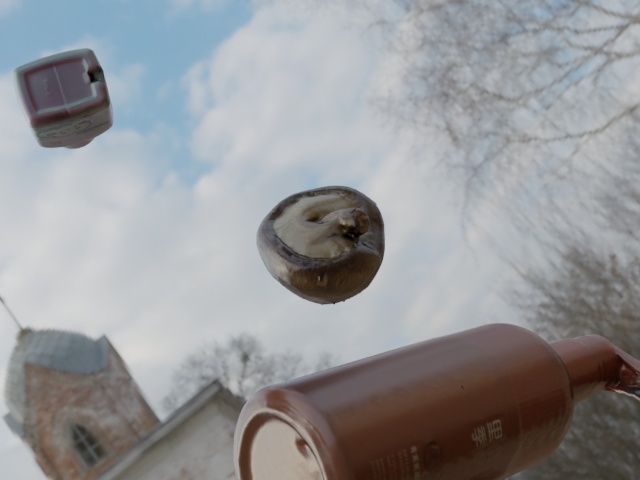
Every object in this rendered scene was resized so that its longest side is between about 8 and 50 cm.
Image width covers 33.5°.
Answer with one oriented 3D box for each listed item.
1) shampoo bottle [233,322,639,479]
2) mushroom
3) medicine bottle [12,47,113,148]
[{"bbox_3d":[0.073,0.086,0.536,0.244,0.085,0.085,-10,-35,-39],"label":"shampoo bottle"},{"bbox_3d":[0.004,0.012,1.661,0.138,0.194,0.231,68,-150,-29],"label":"mushroom"},{"bbox_3d":[-0.353,-0.189,1.487,0.119,0.094,0.188,-18,-6,-11],"label":"medicine bottle"}]
